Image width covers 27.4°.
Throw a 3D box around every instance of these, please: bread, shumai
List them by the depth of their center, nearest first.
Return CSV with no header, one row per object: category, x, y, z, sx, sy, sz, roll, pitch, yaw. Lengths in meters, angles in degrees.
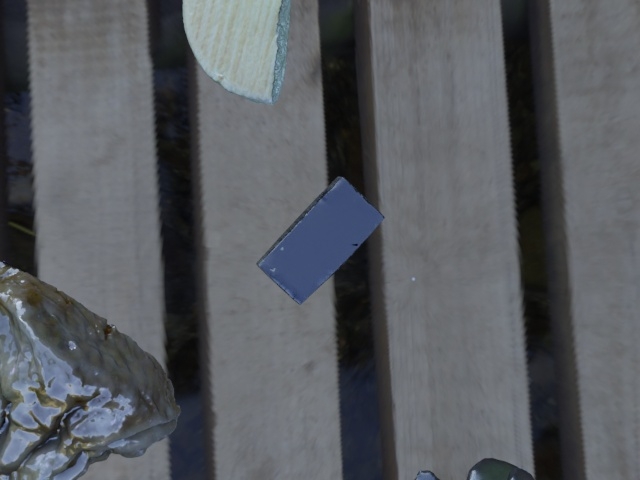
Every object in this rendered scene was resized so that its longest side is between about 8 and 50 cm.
shumai,-0.255,0.154,1.190,0.184,0.218,0.185,10,63,39
bread,-0.080,-0.233,1.285,0.112,0.036,0.193,8,94,20

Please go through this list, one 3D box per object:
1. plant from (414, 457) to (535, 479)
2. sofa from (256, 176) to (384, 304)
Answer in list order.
plant,0.136,0.334,1.186,0.199,0.188,0.276,-10,49,5
sofa,0.000,0.000,1.239,0.060,0.039,0.118,44,88,-5
